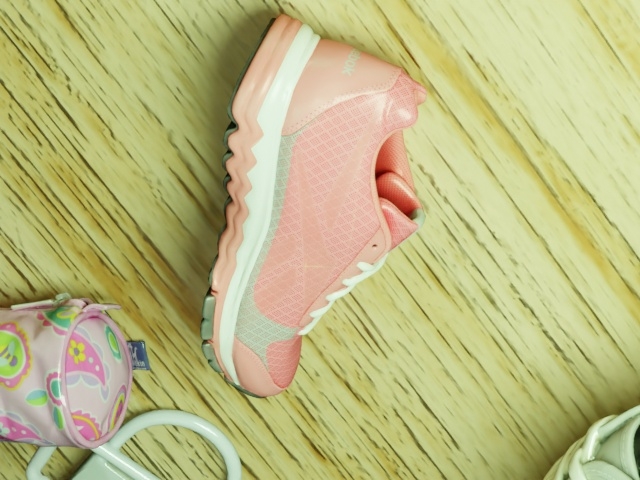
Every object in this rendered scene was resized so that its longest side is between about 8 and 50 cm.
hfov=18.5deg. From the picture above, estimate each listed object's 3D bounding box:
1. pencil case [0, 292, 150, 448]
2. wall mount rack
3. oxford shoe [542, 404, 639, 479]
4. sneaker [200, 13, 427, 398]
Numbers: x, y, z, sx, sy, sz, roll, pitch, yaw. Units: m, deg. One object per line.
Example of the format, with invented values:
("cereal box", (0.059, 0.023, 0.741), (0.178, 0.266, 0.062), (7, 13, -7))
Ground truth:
("pencil case", (-0.287, 0.102, 1.555), (0.284, 0.124, 0.124), (-1, 125, 22))
("wall mount rack", (-0.160, 0.315, 1.626), (0.304, 0.130, 0.350), (37, 121, -9))
("oxford shoe", (0.207, 0.184, 1.349), (0.130, 0.169, 0.449), (36, 146, -16))
("sneaker", (0.000, 0.000, 1.359), (0.136, 0.116, 0.314), (15, 129, 9))
